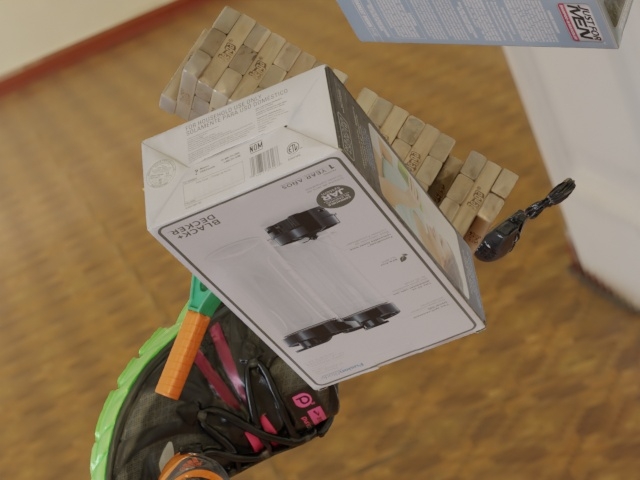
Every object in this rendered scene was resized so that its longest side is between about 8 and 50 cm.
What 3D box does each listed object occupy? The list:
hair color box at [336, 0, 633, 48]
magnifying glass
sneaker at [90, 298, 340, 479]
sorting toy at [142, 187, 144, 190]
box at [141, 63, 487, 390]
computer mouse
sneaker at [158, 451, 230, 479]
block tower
[{"bbox_3d":[0.222,-0.356,2.247,0.374,0.113,0.185,6,60,30],"label":"hair color box"},{"bbox_3d":[-0.117,0.052,1.787,0.092,0.026,0.231,11,79,54],"label":"magnifying glass"},{"bbox_3d":[-0.090,0.172,1.943,0.202,0.185,0.483,23,73,31],"label":"sneaker"},{"bbox_3d":[-0.131,-0.021,1.599,0.044,0.075,0.083,-18,5,-10],"label":"sorting toy"},{"bbox_3d":[0.000,0.000,1.388,0.169,0.290,0.087,-22,52,18],"label":"box"},{"bbox_3d":[0.271,-0.022,2.285,0.071,0.041,0.242,-36,-2,-29],"label":"computer mouse"},{"bbox_3d":[-0.166,0.338,1.769,0.321,0.124,0.180,-50,2,40],"label":"sneaker"},{"bbox_3d":[0.014,-0.095,1.643,0.091,0.335,0.097,-59,-4,-26],"label":"block tower"}]
